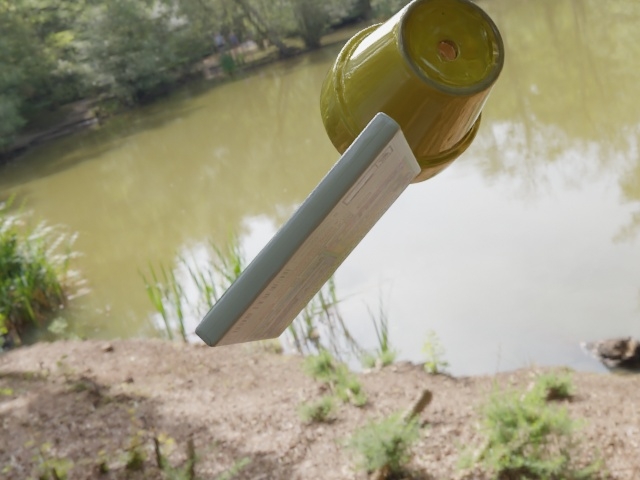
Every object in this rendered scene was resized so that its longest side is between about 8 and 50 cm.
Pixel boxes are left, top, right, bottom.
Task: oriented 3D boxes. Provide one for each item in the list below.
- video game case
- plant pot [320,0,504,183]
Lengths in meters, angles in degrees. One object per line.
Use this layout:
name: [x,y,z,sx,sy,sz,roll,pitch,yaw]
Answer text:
video game case: [0.000,0.000,0.687,0.212,0.023,0.193,-50,-12,4]
plant pot: [0.149,-0.240,1.250,0.254,0.254,0.239,-22,-8,-20]
